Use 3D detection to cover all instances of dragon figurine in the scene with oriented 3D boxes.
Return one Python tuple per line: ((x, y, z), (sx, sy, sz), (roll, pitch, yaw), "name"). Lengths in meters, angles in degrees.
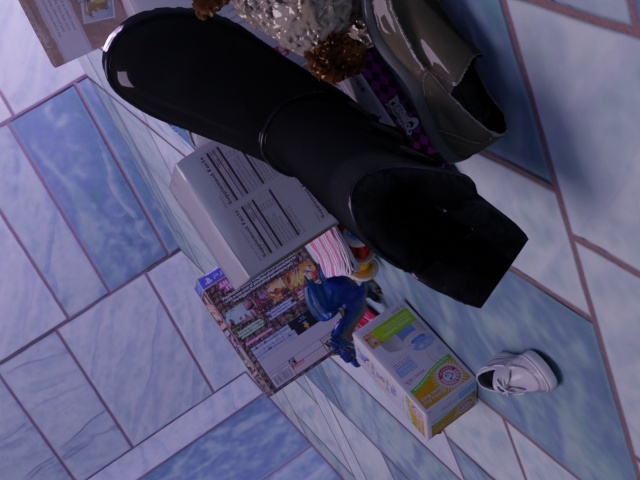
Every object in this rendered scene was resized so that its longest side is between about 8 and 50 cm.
((0.016, 0.094, 2.076), (0.289, 0.144, 0.085), (53, 165, 16), "dragon figurine")

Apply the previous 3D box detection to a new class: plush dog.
((-0.034, -0.283, 1.200), (0.262, 0.210, 0.225), (65, 177, -25), "plush dog")

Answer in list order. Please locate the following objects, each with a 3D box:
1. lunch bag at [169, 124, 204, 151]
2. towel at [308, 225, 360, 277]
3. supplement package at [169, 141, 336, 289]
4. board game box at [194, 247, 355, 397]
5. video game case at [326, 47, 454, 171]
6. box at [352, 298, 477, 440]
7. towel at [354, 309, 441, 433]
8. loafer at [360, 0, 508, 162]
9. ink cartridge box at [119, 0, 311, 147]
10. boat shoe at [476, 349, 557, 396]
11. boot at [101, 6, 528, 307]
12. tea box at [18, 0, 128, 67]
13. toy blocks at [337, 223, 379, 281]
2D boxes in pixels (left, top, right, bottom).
((-0.147, -0.250, 1.922), (0.221, 0.138, 0.293), (45, 154, 8), "lunch bag")
((0.000, 0.000, 1.932), (0.144, 0.029, 0.197), (61, 165, -4), "towel")
((-0.064, -0.084, 1.694), (0.198, 0.262, 0.199), (57, 167, 1), "supplement package")
((-0.094, 0.151, 2.403), (0.291, 0.232, 0.141), (56, 167, 4), "board game box")
((0.083, -0.145, 1.515), (0.232, 0.041, 0.210), (57, 166, 2), "video game case")
((0.162, 0.221, 1.919), (0.203, 0.114, 0.103), (48, 162, 31), "box")
((0.147, 0.248, 2.219), (0.199, 0.031, 0.275), (38, 159, 48), "towel")
((0.128, -0.200, 1.183), (0.087, 0.094, 0.251), (-7, 124, 43), "loafer")
((-0.142, -0.295, 1.518), (0.283, 0.207, 0.117), (63, 170, 18), "ink cartridge box")
((0.271, 0.193, 1.585), (0.066, 0.063, 0.184), (59, 166, -10), "boat shoe")
((-0.027, -0.103, 1.220), (0.367, 0.146, 0.445), (16, -161, -26), "boot")
((-0.508, -0.572, 2.131), (0.323, 0.220, 0.329), (57, 170, 43), "tea box")
((0.047, -0.015, 1.913), (0.123, 0.054, 0.148), (49, 163, 35), "toy blocks")
